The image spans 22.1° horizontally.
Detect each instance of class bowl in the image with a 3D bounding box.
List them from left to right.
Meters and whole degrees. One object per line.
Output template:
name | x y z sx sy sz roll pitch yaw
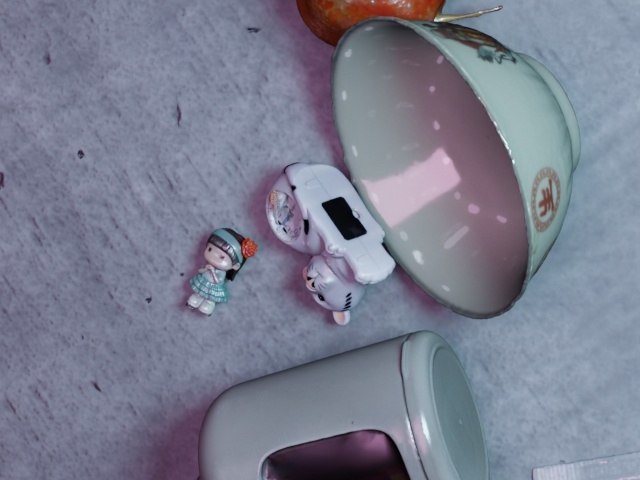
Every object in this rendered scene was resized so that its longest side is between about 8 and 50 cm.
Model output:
bowl | 0.166 -0.099 1.707 0.157 0.337 0.337 -26 82 -24

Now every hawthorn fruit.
hawthorn fruit | 0.080 -0.261 1.774 0.203 0.162 0.163 34 102 -5

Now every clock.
clock | 0.000 0.000 1.829 0.176 0.080 0.117 56 140 18

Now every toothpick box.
toothpick box | 0.007 0.225 1.778 0.316 0.229 0.229 -16 87 19

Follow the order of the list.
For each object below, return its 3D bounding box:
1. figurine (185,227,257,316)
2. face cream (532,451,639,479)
figurine | -0.115 0.037 1.884 0.060 0.047 0.106 34 106 30
face cream | 0.370 0.433 1.727 0.234 0.137 0.420 -12 77 19
